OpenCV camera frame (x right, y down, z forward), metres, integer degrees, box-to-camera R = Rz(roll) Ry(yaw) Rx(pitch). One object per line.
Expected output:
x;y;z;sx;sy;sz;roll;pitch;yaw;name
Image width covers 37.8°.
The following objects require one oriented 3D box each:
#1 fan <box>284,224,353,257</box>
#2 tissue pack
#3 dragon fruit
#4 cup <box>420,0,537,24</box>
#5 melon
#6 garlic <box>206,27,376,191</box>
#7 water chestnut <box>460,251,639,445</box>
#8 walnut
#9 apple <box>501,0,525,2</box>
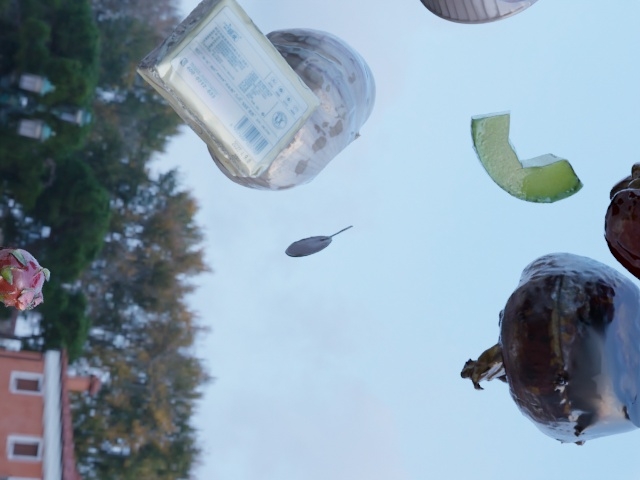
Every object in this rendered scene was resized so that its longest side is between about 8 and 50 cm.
0.000;0.000;1.637;0.085;0.133;0.005;28;-42;61;fan
-0.115;-0.197;1.193;0.148;0.196;0.092;-50;-152;-18;tissue pack
-0.444;0.047;1.330;0.116;0.086;0.081;39;-81;26;dragon fruit
0.191;-0.421;1.202;0.208;0.273;0.288;-11;-125;16;cup
0.326;-0.136;1.546;0.118;0.209;0.064;-40;-167;2;melon
-0.064;-0.232;1.605;0.317;0.259;0.317;-39;-156;21;garlic
0.408;0.193;1.626;0.347;0.335;0.335;-7;-110;30;water chestnut
0.542;-0.025;1.360;0.269;0.222;0.244;21;-42;28;walnut
0.177;-0.298;0.873;0.131;0.146;0.146;-60;-160;-18;apple
